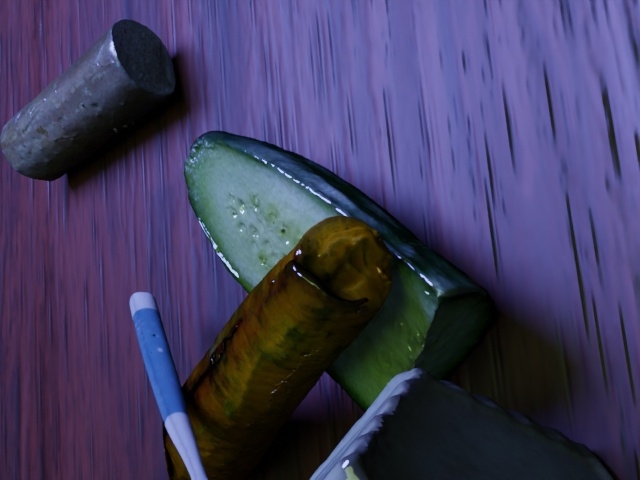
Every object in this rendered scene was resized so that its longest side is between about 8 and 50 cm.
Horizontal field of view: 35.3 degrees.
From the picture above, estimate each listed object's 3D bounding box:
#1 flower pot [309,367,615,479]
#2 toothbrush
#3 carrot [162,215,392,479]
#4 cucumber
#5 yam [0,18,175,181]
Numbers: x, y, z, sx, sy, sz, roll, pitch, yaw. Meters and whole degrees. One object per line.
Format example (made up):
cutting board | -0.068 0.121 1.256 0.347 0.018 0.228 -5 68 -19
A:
flower pot | 0.052 0.197 0.436 0.209 0.239 0.189 40 112 8
toothbrush | -0.086 0.097 0.583 0.275 0.019 0.025 -128 46 -62
carrot | -0.034 0.078 0.584 0.260 0.070 0.070 -54 50 47
cucumber | 0.000 0.000 0.611 0.244 0.063 0.115 41 134 36
yam | -0.184 -0.106 0.797 0.169 0.068 0.068 -29 65 39
